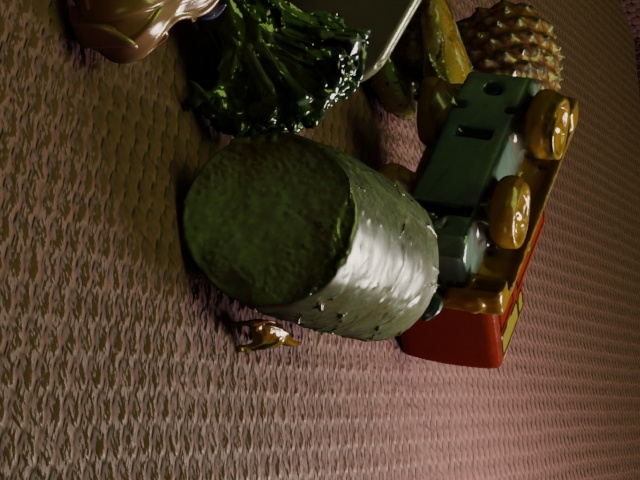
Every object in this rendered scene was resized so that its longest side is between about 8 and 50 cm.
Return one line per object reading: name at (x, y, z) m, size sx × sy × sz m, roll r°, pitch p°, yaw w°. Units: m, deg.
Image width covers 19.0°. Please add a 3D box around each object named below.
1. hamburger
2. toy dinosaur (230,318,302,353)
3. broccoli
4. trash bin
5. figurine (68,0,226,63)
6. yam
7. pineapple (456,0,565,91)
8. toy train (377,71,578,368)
hamburger at (0.107, -0.224, 2.235) m, size 0.185 × 0.113 × 0.177 m, roll -62°, pitch 129°, yaw -76°
toy dinosaur at (-0.047, 0.083, 1.631) m, size 0.113 × 0.041 × 0.026 m, roll 44°, pitch 32°, yaw -66°
broccoli at (-0.083, -0.222, 1.639) m, size 0.304 × 0.145 × 0.165 m, roll 51°, pitch 24°, yaw -28°
trash bin at (0.063, -0.290, 1.979) m, size 0.121 × 0.243 × 0.247 m, roll 31°, pitch 19°, yaw 1°
figurine at (-0.132, -0.205, 1.472) m, size 0.126 × 0.114 × 0.157 m, roll 53°, pitch 27°, yaw -18°
yam at (0.000, 0.000, 1.650) m, size 0.268 × 0.161 × 0.161 m, roll 20°, pitch 57°, yaw -66°
pineapple at (0.229, -0.160, 2.449) m, size 0.361 × 0.175 × 0.175 m, roll -84°, pitch 153°, yaw -49°
toy train at (0.163, -0.020, 2.058) m, size 0.231 × 0.163 × 0.369 m, roll 81°, pitch 26°, yaw -44°
